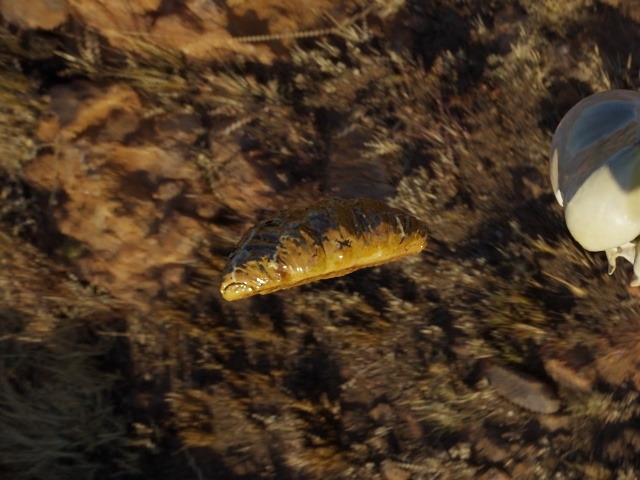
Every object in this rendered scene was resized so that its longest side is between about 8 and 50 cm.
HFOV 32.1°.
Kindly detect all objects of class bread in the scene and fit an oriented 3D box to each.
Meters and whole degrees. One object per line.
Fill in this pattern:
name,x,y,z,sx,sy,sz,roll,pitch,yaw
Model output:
bread,0.000,0.000,1.046,0.105,0.233,0.075,-25,78,57

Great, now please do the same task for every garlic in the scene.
garlic,0.364,-0.039,1.152,0.281,0.184,0.203,30,126,9
